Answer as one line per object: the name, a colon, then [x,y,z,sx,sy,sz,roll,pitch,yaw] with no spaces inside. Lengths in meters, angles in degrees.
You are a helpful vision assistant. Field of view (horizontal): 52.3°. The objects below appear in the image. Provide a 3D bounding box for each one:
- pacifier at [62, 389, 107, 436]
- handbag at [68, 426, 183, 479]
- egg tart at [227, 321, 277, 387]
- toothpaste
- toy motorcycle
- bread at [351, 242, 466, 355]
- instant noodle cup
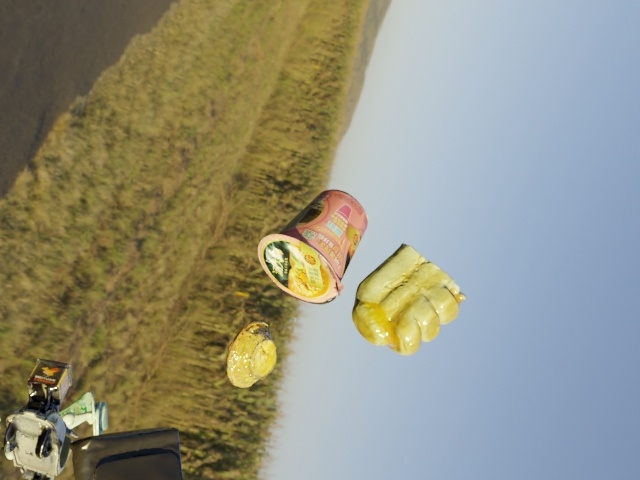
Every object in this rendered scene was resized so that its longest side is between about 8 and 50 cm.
pacifier: [-0.632,0.483,1.749,0.127,0.116,0.151,-129,-138,-53]
handbag: [-0.359,0.474,1.228,0.246,0.080,0.223,15,61,-55]
egg tart: [-0.181,0.316,1.788,0.191,0.074,0.191,-23,119,-49]
toothpaste: [-0.762,0.533,1.845,0.075,0.296,0.048,60,5,19]
toy motorcycle: [-0.498,0.354,1.174,0.157,0.090,0.263,-82,-175,-51]
bread: [0.268,0.221,2.116,0.341,0.300,0.210,-43,147,-18]
instant noodle cup: [0.000,0.000,1.710,0.255,0.243,0.244,-52,169,-37]
